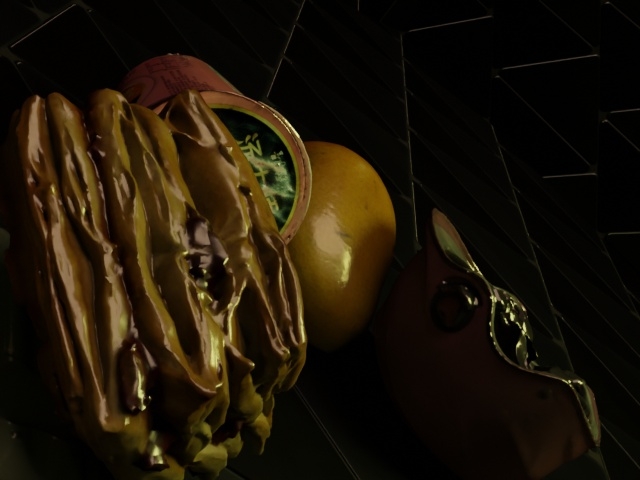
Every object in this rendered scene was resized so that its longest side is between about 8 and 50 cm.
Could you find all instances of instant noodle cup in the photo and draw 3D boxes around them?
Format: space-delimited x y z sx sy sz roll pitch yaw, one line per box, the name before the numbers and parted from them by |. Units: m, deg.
instant noodle cup | -0.156 -0.106 1.201 0.244 0.244 0.255 28 15 -28

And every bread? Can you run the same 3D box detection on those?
bread | -0.117 0.047 0.854 0.370 0.191 0.314 77 -9 -69

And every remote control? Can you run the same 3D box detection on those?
remote control | -0.240 0.103 0.814 0.128 0.065 0.335 29 23 -32

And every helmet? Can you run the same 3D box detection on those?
helmet | 0.174 0.148 1.218 0.338 0.197 0.271 51 11 17

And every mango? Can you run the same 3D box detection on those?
mango | 0.000 0.000 1.294 0.211 0.173 0.317 43 29 -30
